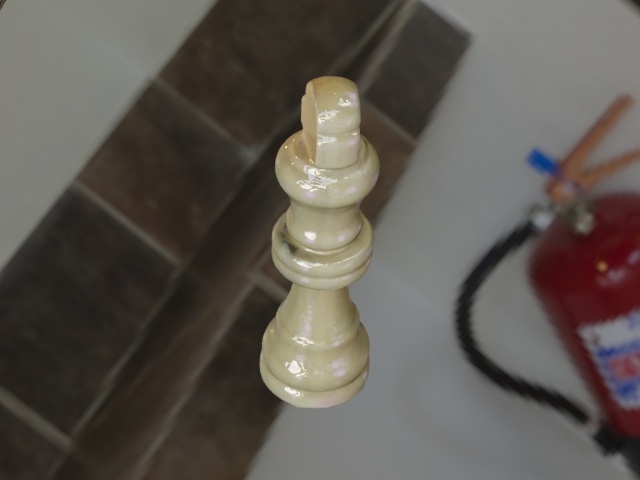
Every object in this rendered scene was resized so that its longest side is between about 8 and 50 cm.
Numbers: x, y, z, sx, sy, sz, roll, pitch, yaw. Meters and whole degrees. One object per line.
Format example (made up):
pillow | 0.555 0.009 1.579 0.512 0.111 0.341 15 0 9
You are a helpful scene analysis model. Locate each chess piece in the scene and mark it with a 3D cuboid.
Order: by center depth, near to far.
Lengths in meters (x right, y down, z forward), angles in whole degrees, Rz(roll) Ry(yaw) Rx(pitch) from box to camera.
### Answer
chess piece | 0.000 0.000 1.913 0.397 0.117 0.117 93 -158 -46

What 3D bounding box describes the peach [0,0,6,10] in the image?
peach | -0.280 -0.145 0.790 0.372 0.373 0.290 -163 75 -82
